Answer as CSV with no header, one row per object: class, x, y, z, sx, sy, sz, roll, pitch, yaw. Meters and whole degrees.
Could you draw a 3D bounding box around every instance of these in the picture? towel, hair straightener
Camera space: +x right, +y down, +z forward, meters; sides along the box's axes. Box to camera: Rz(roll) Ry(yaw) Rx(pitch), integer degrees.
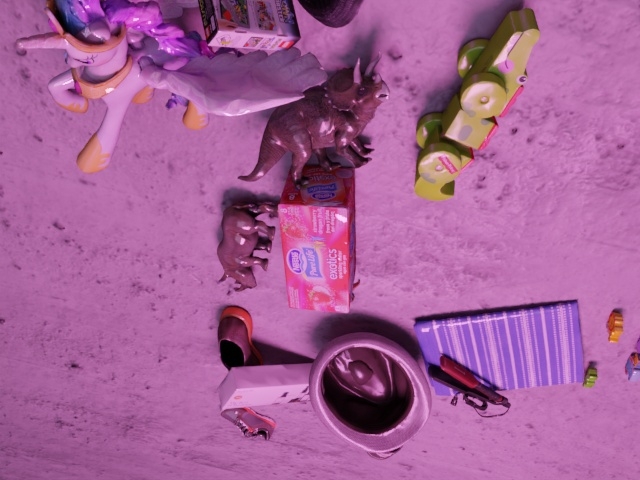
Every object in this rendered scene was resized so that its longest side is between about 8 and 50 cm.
towel,0.389,0.240,1.290,0.336,0.040,0.243,-10,125,16
hair straightener,0.332,0.338,1.327,0.231,0.047,0.089,29,126,-18

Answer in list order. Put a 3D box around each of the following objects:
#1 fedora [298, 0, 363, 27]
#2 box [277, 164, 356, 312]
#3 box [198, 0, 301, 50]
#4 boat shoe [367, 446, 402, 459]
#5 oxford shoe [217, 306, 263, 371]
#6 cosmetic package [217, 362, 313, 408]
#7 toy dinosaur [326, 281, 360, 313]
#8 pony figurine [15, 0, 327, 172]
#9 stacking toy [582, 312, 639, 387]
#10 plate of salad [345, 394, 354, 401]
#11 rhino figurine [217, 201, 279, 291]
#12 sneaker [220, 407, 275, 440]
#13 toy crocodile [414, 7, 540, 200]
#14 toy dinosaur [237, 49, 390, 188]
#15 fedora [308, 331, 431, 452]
fedora,0.044,-0.425,0.685,0.153,0.334,0.333,-20,131,-16
box,0.000,0.000,1.096,0.123,0.128,0.256,3,130,8
box,-0.099,-0.336,0.716,0.114,0.206,0.036,-8,172,-34
boat shoe,0.166,0.476,1.482,0.112,0.095,0.335,13,130,0
oxford shoe,-0.199,0.283,1.389,0.097,0.098,0.271,0,129,11
cosmetic package,-0.108,0.338,1.375,0.239,0.060,0.098,4,136,-32
toy dinosaur,0.032,0.111,1.256,0.082,0.047,0.090,21,97,4
pony figurine,-0.214,-0.250,0.813,0.302,0.351,0.363,61,159,4
stacking toy,0.660,0.242,1.227,0.167,0.052,0.221,7,132,8
plate of salad,0.066,0.435,1.448,0.200,0.048,0.199,33,151,22
rhino figurine,-0.152,0.019,1.179,0.107,0.073,0.243,13,132,-5
sneaker,-0.197,0.492,1.586,0.158,0.064,0.061,21,130,-7
toy crocodile,0.230,-0.189,0.905,0.105,0.115,0.340,18,133,-11
toy dinosaur,-0.006,-0.185,0.972,0.314,0.121,0.160,-15,110,29
fedora,0.103,0.318,1.314,0.275,0.124,0.243,41,97,-6
